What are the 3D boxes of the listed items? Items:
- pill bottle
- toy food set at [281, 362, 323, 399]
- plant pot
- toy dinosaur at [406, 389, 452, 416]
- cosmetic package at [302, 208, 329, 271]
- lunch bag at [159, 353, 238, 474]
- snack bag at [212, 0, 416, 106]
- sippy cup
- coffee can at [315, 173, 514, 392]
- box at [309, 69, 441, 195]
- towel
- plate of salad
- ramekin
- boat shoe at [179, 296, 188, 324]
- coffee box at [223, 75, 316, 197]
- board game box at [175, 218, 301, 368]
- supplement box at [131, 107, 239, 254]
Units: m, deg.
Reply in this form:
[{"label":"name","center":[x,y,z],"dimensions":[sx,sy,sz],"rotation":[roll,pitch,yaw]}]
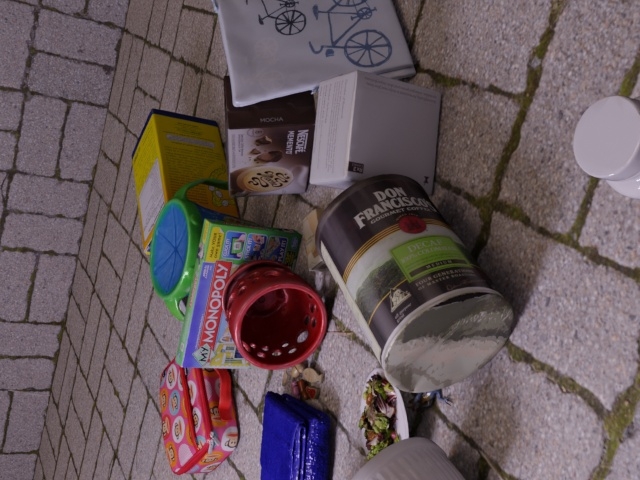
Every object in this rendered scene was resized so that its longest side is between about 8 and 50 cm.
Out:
[{"label":"pill bottle","center":[0.364,-0.094,0.801],"dimensions":[0.112,0.187,0.111],"rotation":[-17,70,56]},{"label":"toy food set","center":[-0.033,0.290,1.545],"dimensions":[0.122,0.019,0.077],"rotation":[18,100,51]},{"label":"plant pot","center":[-0.099,0.140,1.530],"dimensions":[0.174,0.191,0.191],"rotation":[-132,55,-63]},{"label":"toy dinosaur","center":[0.169,0.236,1.202],"dimensions":[0.082,0.047,0.090],"rotation":[-60,23,3]},{"label":"cosmetic package","center":[0.000,0.000,1.526],"dimensions":[0.060,0.041,0.115],"rotation":[-41,50,48]},{"label":"lunch bag","center":[-0.294,0.408,1.867],"dimensions":[0.258,0.120,0.293],"rotation":[-48,47,39]},{"label":"snack bag","center":[-0.024,-0.394,1.416],"dimensions":[0.037,0.343,0.323],"rotation":[76,180,-62]},{"label":"sippy cup","center":[-0.249,0.029,1.754],"dimensions":[0.240,0.224,0.305],"rotation":[49,125,48]},{"label":"coffee can","center":[0.133,0.059,1.140],"dimensions":[0.201,0.202,0.275],"rotation":[-63,37,30]},{"label":"box","center":[0.092,-0.172,1.272],"dimensions":[0.119,0.181,0.181],"rotation":[2,85,58]},{"label":"towel","center":[-0.070,0.473,1.501],"dimensions":[0.228,0.076,0.308],"rotation":[7,92,58]},{"label":"plate of salad","center":[0.096,0.314,1.265],"dimensions":[0.200,0.048,0.199],"rotation":[179,90,-72]},{"label":"ramekin","center":[0.129,0.397,1.081],"dimensions":[0.109,0.207,0.207],"rotation":[37,116,46]},{"label":"boat shoe","center":[-0.325,0.104,1.908],"dimensions":[0.103,0.118,0.320],"rotation":[34,137,47]},{"label":"coffee box","center":[-0.106,-0.204,1.516],"dimensions":[0.297,0.168,0.118],"rotation":[106,158,-67]},{"label":"board game box","center":[-0.176,0.121,1.626],"dimensions":[0.046,0.214,0.317],"rotation":[30,110,57]},{"label":"supplement box","center":[-0.369,-0.149,2.021],"dimensions":[0.194,0.195,0.356],"rotation":[-53,41,40]}]
